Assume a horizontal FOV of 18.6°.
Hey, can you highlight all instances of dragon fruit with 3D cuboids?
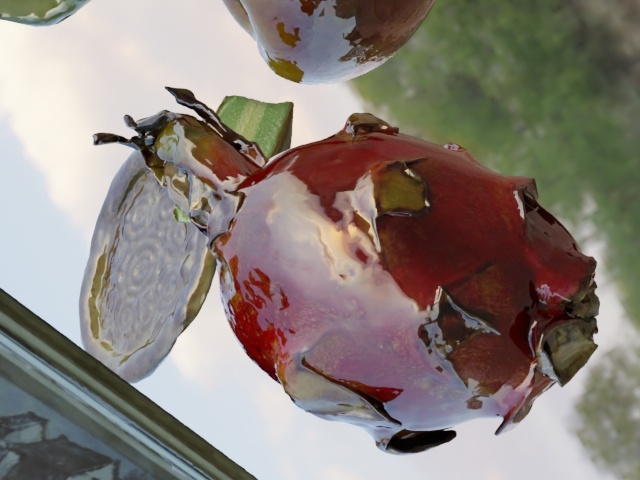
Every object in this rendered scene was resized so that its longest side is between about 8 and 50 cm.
[{"bbox_3d":[0.000,0.000,0.816,0.246,0.125,0.125,34,-152,31],"label":"dragon fruit"}]

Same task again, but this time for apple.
[{"bbox_3d":[0.010,-0.215,1.488,0.160,0.173,0.195,46,167,45],"label":"apple"}]

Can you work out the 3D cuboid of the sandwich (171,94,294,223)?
[{"bbox_3d":[-0.070,-0.065,1.589,0.074,0.074,0.116,16,-100,-68],"label":"sandwich"}]

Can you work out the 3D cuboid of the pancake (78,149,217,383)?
[{"bbox_3d":[-0.164,0.019,1.843,0.031,0.250,0.250,16,-143,-32],"label":"pancake"}]

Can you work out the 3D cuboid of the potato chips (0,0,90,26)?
[{"bbox_3d":[-0.145,-0.251,1.156,0.097,0.373,0.389,43,-119,-28],"label":"potato chips"}]

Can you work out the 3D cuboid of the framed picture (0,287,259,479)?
[{"bbox_3d":[-0.182,0.142,0.929,0.296,0.232,0.019,42,-177,-46],"label":"framed picture"}]
